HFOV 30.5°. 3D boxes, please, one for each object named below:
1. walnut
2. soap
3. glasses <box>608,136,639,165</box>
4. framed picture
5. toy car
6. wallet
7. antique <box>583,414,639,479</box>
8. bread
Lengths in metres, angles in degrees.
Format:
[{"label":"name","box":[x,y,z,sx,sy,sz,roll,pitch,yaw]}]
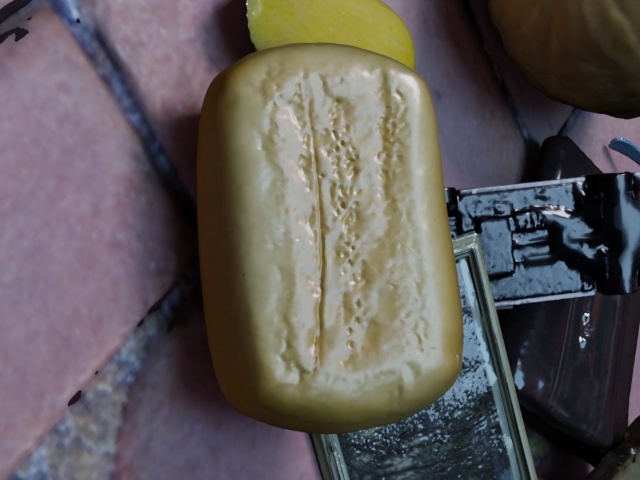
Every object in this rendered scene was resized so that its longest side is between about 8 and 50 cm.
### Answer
[{"label":"walnut","box":[0.236,-0.201,0.879,0.261,0.225,0.225,-7,91,-53]},{"label":"soap","box":[0.006,-0.129,0.743,0.168,0.033,0.089,27,64,-43]},{"label":"glasses","box":[0.347,-0.099,1.121,0.220,0.088,0.190,23,68,-23]},{"label":"framed picture","box":[0.060,0.101,0.741,0.142,0.011,0.183,-18,101,-17]},{"label":"toy car","box":[0.130,0.000,0.817,0.209,0.108,0.089,-7,95,-14]},{"label":"wallet","box":[0.209,0.049,0.940,0.182,0.049,0.229,35,59,-38]},{"label":"antique","box":[0.213,0.260,0.834,0.284,0.125,0.150,-29,128,-39]},{"label":"bread","box":[0.000,0.000,0.664,0.147,0.098,0.217,2,79,-22]}]
